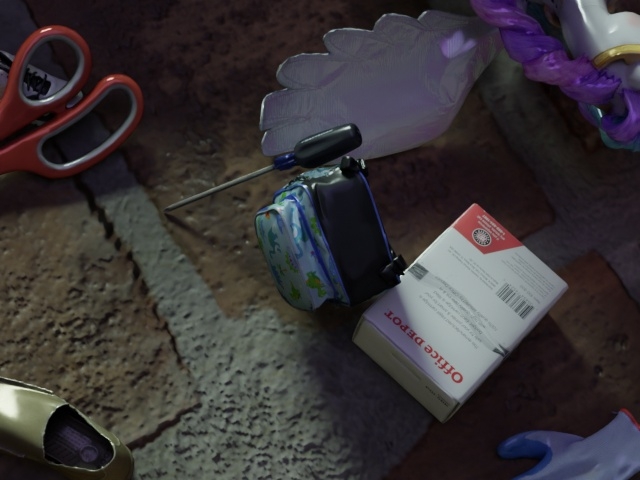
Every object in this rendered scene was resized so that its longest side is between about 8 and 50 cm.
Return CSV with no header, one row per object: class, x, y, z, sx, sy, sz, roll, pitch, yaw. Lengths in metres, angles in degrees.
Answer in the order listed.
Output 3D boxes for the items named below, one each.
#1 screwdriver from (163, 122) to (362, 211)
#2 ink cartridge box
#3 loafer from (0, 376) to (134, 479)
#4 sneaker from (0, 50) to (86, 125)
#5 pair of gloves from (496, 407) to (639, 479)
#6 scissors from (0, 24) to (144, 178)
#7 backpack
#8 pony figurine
screwdriver,-0.046,-0.054,1.256,0.170,0.024,0.025,-17,51,23
ink cartridge box,0.105,0.055,1.260,0.099,0.056,0.135,43,66,9
loafer,-0.199,0.130,1.177,0.148,0.050,0.056,22,65,-1
sneaker,-0.232,-0.120,1.282,0.109,0.043,0.040,16,63,-5
pair of gloves,0.214,0.216,1.231,0.159,0.023,0.198,-31,77,-21
scissors,-0.268,-0.047,1.251,0.297,0.021,0.109,-40,107,-11
backpack,0.000,0.000,1.231,0.084,0.114,0.105,-22,93,-13
pony figurine,0.125,-0.223,1.291,0.351,0.303,0.363,1,52,-19
